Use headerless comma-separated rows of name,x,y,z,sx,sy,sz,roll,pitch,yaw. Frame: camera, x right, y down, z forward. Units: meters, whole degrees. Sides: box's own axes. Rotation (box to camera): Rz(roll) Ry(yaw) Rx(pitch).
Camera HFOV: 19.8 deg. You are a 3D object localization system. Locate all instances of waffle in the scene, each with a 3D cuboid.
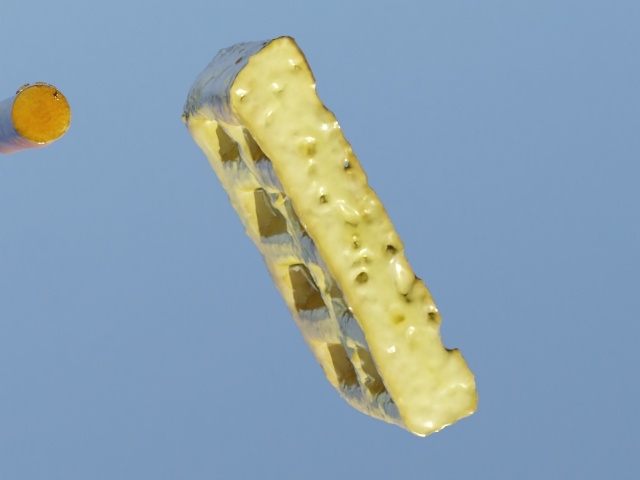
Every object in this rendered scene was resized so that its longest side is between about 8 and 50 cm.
waffle,0.000,0.000,1.191,0.057,0.274,0.168,-31,-169,-14

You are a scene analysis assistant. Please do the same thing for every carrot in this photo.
carrot,-0.234,-0.091,1.408,0.048,0.048,0.139,-39,-166,-22
